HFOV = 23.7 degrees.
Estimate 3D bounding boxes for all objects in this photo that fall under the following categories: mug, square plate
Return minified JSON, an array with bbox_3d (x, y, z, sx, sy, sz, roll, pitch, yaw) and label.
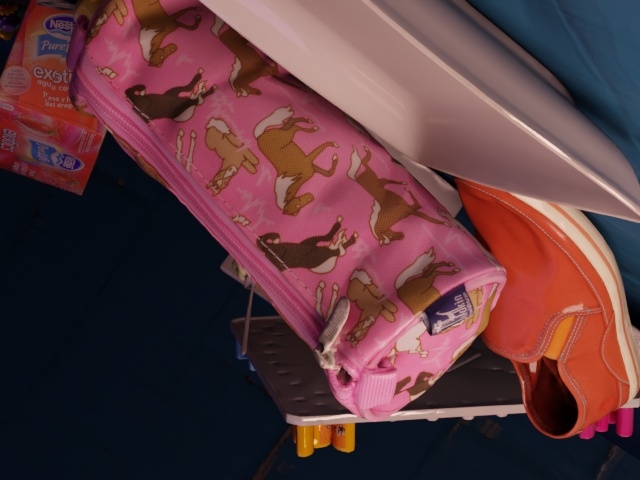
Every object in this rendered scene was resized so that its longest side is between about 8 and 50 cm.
[{"bbox_3d":[-0.245,-0.257,1.743,0.064,0.078,0.062,42,-150,11],"label":"mug"},{"bbox_3d":[0.012,-0.142,0.957,0.347,0.049,0.344,36,175,-22],"label":"square plate"}]

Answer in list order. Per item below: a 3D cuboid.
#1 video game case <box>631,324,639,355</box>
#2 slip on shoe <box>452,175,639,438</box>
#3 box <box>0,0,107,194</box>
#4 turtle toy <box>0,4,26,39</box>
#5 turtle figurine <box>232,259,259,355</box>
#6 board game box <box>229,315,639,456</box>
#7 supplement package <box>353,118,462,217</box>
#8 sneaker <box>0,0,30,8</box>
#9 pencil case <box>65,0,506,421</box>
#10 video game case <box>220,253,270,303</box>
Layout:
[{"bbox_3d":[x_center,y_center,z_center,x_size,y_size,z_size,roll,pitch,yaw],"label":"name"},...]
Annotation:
[{"bbox_3d":[0.392,0.181,1.491,0.300,0.036,0.329,38,-179,6],"label":"video game case"},{"bbox_3d":[0.176,0.049,1.239,0.123,0.101,0.331,33,159,43],"label":"slip on shoe"},{"bbox_3d":[-0.334,-0.181,1.948,0.142,0.154,0.300,19,163,-10],"label":"box"},{"bbox_3d":[-0.400,-0.307,1.997,0.130,0.095,0.066,35,-177,-16],"label":"turtle toy"},{"bbox_3d":[0.009,0.037,1.819,0.274,0.198,0.266,68,-164,5],"label":"turtle figurine"},{"bbox_3d":[0.116,0.154,1.758,0.390,0.050,0.390,-2,-168,-12],"label":"board game box"},{"bbox_3d":[-0.004,-0.047,1.498,0.194,0.149,0.203,36,177,-20],"label":"supplement package"},{"bbox_3d":[-0.414,-0.322,1.886,0.078,0.106,0.234,32,176,39],"label":"sneaker"},{"bbox_3d":[-0.033,-0.046,1.184,0.386,0.160,0.167,47,-175,18],"label":"pencil case"},{"bbox_3d":[0.001,0.018,1.989,0.201,0.183,0.023,33,169,20],"label":"video game case"}]
